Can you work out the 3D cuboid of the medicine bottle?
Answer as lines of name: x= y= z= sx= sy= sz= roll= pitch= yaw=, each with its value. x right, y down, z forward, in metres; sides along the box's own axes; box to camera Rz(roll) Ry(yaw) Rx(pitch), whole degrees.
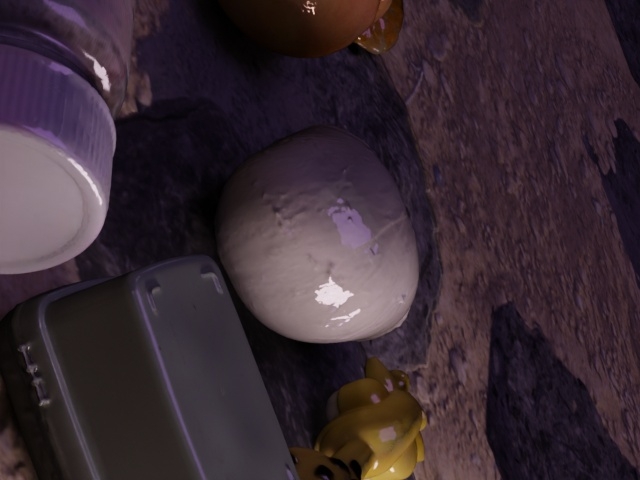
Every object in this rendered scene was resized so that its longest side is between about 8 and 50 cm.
medicine bottle: x=-0.206 y=-0.128 z=1.065 sx=0.165 sy=0.165 sz=0.273 roll=42 pitch=36 yaw=-42

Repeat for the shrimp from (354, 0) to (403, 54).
shrimp: x=0.054 y=-0.299 z=1.847 sx=0.115 sy=0.051 sz=0.217 roll=48 pitch=34 yaw=-31

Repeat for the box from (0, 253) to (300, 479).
box: x=-0.115 y=0.119 z=1.080 sx=0.148 sy=0.129 sz=0.210 roll=-16 pitch=85 yaw=-63

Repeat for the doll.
doll: x=0.021 y=0.188 z=1.343 sx=0.117 sy=0.086 sz=0.291 roll=67 pitch=27 yaw=-11

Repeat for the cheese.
cheese: x=0.000 y=0.000 z=1.378 sx=0.189 sy=0.154 sz=0.198 roll=-21 pitch=89 yaw=-59

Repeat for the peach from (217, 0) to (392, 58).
peach: x=-0.015 y=-0.261 z=1.541 sx=0.184 sy=0.184 sz=0.184 roll=44 pitch=34 yaw=-40
